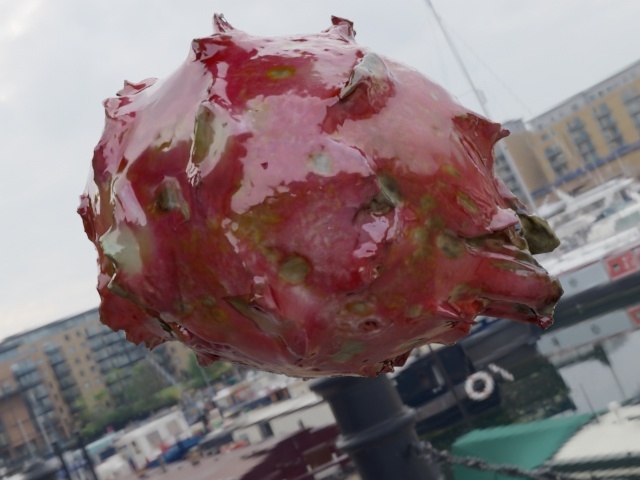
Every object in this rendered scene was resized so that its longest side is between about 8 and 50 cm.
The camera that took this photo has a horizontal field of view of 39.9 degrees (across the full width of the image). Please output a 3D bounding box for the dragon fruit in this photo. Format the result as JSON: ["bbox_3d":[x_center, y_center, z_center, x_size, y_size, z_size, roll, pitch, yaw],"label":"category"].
[{"bbox_3d":[0.003,-0.017,0.483,0.268,0.210,0.205,15,1,8],"label":"dragon fruit"}]
